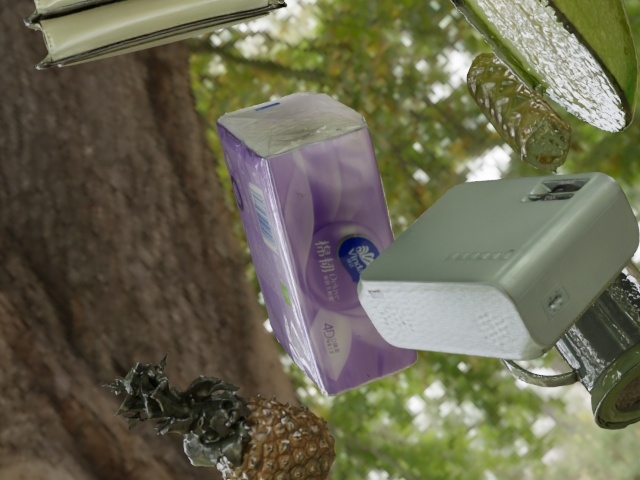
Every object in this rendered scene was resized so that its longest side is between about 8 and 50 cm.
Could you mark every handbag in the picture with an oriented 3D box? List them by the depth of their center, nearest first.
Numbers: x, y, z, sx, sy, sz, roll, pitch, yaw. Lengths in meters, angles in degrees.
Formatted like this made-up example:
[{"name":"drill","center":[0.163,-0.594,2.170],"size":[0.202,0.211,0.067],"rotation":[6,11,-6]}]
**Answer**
[{"name":"handbag","center":[-0.232,-0.353,1.917],"size":[0.358,0.160,0.237],"rotation":[-14,4,0]}]

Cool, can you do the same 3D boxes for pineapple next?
[{"name":"pineapple","center":[-0.099,0.187,1.386],"size":[0.125,0.251,0.125],"rotation":[-34,40,34]}]

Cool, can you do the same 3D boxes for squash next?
[{"name":"squash","center":[0.277,-0.270,1.720],"size":[0.210,0.309,0.233],"rotation":[-16,7,-16]}]

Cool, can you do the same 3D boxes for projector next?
[{"name":"projector","center":[0.189,0.027,1.455],"size":[0.198,0.108,0.250],"rotation":[-43,23,-29]}]

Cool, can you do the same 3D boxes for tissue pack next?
[{"name":"tissue pack","center":[0.000,0.000,1.734],"size":[0.160,0.338,0.242],"rotation":[-19,23,-11]}]

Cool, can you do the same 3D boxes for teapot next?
[{"name":"teapot","center":[0.389,0.111,2.063],"size":[0.270,0.337,0.200],"rotation":[-30,-34,-3]}]

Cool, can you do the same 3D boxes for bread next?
[{"name":"bread","center":[0.304,-0.209,2.132],"size":[0.098,0.269,0.087],"rotation":[27,-69,-34]}]
